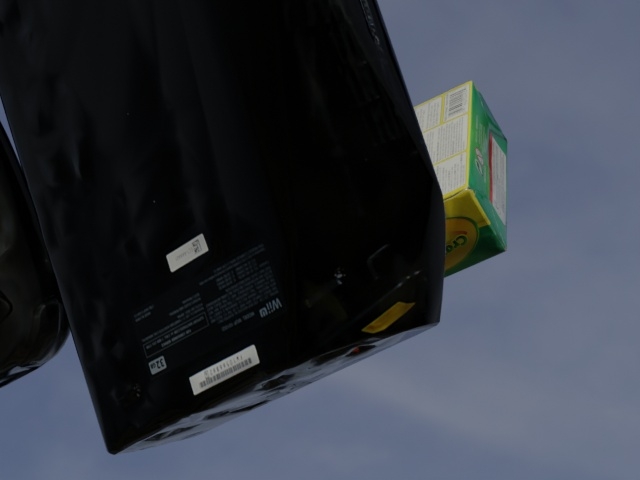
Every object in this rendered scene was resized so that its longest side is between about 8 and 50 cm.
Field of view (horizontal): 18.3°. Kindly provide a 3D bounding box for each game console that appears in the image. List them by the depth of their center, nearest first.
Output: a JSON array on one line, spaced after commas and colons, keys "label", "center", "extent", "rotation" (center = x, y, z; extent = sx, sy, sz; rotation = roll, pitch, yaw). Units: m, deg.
[{"label": "game console", "center": [-0.112, -0.023, 0.640], "extent": [0.044, 0.213, 0.361], "rotation": [-8, -14, -44]}]

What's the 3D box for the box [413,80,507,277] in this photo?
[{"label": "box", "center": [0.000, 0.000, 0.926], "extent": [0.179, 0.105, 0.043], "rotation": [-23, -63, 19]}]
